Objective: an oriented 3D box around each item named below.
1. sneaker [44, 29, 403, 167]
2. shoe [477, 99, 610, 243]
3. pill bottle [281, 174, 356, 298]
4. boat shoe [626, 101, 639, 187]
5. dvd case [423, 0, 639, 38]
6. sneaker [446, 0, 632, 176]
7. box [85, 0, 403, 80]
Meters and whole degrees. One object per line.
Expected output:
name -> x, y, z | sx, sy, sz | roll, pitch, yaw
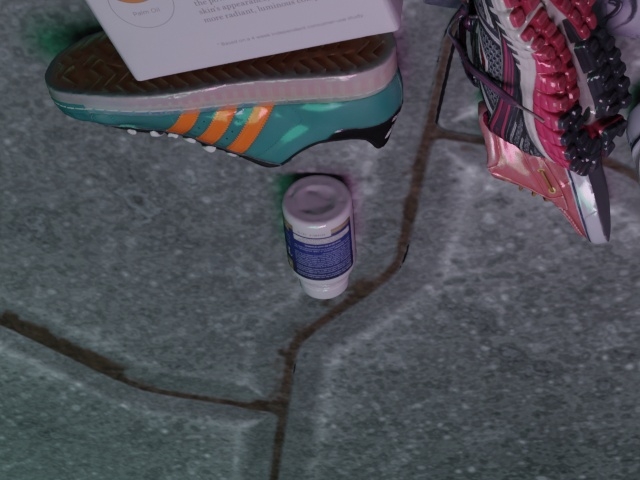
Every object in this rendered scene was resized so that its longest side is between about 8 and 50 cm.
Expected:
sneaker -> -0.080, -0.114, 1.323 | 0.302, 0.108, 0.121 | 0, 136, 9
shoe -> 0.199, -0.063, 1.372 | 0.081, 0.063, 0.178 | -9, 132, 23
pill bottle -> 0.000, 0.000, 1.478 | 0.067, 0.067, 0.120 | 3, 140, 7
boat shoe -> 0.405, -0.084, 1.199 | 0.367, 0.156, 0.136 | -22, 152, 36
dvd case -> 0.200, -0.229, 1.201 | 0.221, 0.018, 0.164 | 9, 141, 0
sneaker -> 0.146, -0.175, 1.180 | 0.112, 0.121, 0.299 | 22, 144, 38
box -> -0.092, -0.300, 1.053 | 0.215, 0.168, 0.345 | -8, 138, 20
